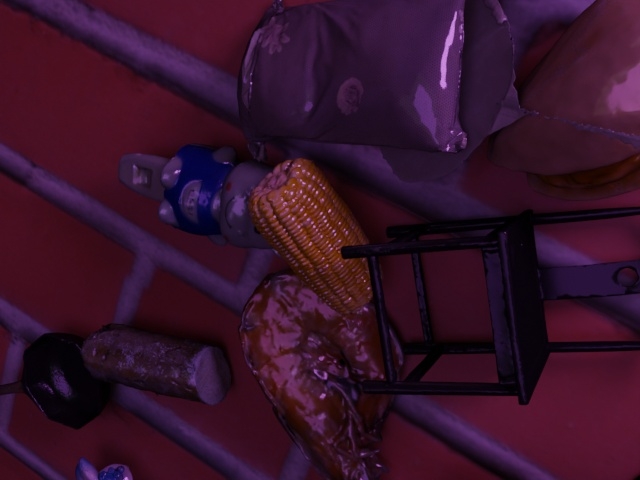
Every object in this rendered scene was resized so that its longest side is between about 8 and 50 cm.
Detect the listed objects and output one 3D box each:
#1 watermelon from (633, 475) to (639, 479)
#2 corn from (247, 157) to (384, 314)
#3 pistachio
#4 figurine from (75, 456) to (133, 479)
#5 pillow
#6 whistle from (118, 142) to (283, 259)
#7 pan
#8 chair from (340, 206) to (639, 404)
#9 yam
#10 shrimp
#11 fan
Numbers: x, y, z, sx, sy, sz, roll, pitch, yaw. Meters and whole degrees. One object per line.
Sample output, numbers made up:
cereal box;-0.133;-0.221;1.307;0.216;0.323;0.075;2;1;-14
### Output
watermelon;0.330;0.315;0.587;0.202;0.207;0.136;-20;122;11
corn;0.000;0.000;0.649;0.063;0.085;0.165;-9;129;39
pistachio;0.235;-0.118;0.524;0.229;0.157;0.157;-39;86;36
figurine;-0.285;0.341;0.915;0.114;0.079;0.114;21;148;14
pillow;0.017;-0.156;0.606;0.255;0.059;0.169;6;84;39
whistle;-0.115;-0.049;0.721;0.244;0.092;0.110;16;113;18
pan;-0.364;0.173;0.913;0.201;0.048;0.128;13;107;19
chair;0.170;0.052;0.597;0.260;0.141;0.155;-6;98;27
yam;-0.198;0.147;0.818;0.179;0.078;0.078;9;106;22
shrimp;0.028;0.171;0.736;0.164;0.062;0.317;-25;94;20
fan;0.133;-0.111;0.538;0.310;0.010;0.182;40;116;54
